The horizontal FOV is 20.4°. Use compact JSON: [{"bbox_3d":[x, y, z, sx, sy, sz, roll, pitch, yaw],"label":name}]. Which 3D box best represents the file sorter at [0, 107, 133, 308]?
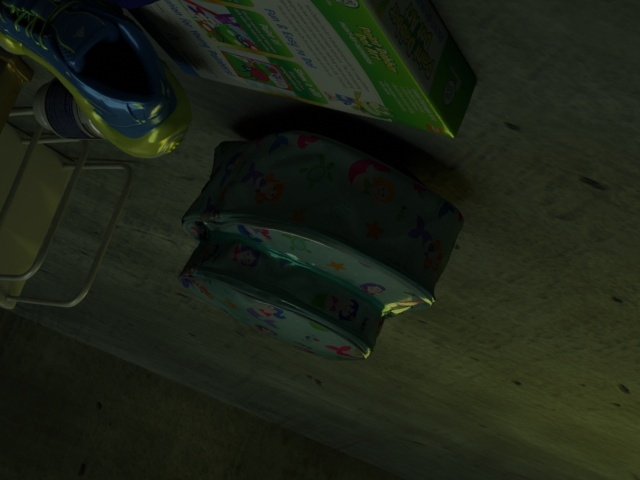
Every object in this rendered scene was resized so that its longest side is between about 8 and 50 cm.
[{"bbox_3d":[-0.378,-0.064,1.962,0.277,0.193,0.173,32,162,-35],"label":"file sorter"}]

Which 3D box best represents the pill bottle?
[{"bbox_3d":[-0.227,-0.130,1.714,0.067,0.067,0.120,32,164,-35],"label":"pill bottle"}]

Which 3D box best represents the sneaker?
[{"bbox_3d":[-0.189,-0.170,1.354,0.240,0.091,0.126,42,168,7],"label":"sneaker"}]

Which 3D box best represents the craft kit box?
[{"bbox_3d":[-0.036,-0.170,1.276,0.246,0.061,0.250,19,167,26],"label":"craft kit box"}]

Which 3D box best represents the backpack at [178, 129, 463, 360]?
[{"bbox_3d":[0.000,0.000,1.633,0.225,0.191,0.253,28,161,-20],"label":"backpack"}]

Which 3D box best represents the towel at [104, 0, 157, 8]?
[{"bbox_3d":[-0.144,-0.238,1.010,0.227,0.076,0.308,-13,156,38],"label":"towel"}]

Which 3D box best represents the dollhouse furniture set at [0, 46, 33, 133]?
[{"bbox_3d":[-0.386,-0.158,1.723,0.129,0.129,0.184,19,168,14],"label":"dollhouse furniture set"}]
